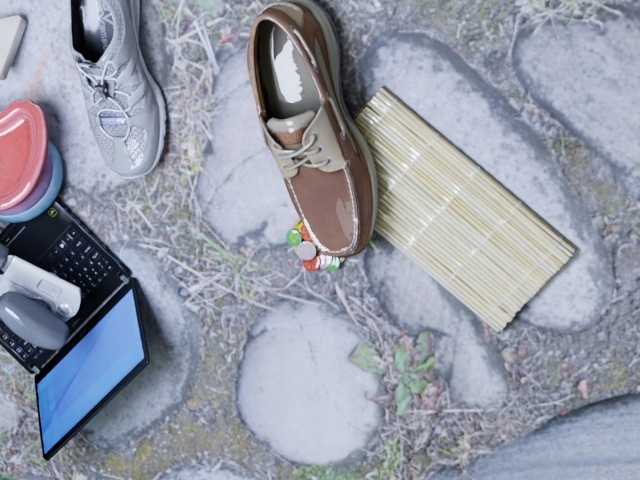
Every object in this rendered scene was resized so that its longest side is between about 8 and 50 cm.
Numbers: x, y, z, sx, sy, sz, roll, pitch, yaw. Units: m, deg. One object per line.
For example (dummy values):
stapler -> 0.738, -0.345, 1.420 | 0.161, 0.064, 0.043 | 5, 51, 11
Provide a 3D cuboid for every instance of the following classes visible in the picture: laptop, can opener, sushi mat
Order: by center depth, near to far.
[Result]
sushi mat -> 0.146, -0.037, 1.793 | 0.316, 0.019, 0.151 | 40, 115, 3
can opener -> -0.434, 0.038, 1.859 | 0.280, 0.093, 0.074 | 30, 123, -12
laptop -> -0.370, 0.113, 1.947 | 0.264, 0.136, 0.234 | 45, 114, -4

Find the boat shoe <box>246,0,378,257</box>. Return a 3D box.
boat shoe -> -0.022, -0.130, 1.751 | 0.123, 0.116, 0.324 | -15, 95, 26

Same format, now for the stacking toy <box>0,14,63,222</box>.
stacking toy -> -0.491, -0.151, 1.943 | 0.309, 0.130, 0.279 | -2, 81, 10

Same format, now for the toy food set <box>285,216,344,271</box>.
toy food set -> 0.000, 0.000, 1.852 | 0.083, 0.020, 0.082 | 47, 115, 0

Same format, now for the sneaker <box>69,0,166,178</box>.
sneaker -> -0.274, -0.209, 1.828 | 0.105, 0.115, 0.281 | -6, 104, 20
